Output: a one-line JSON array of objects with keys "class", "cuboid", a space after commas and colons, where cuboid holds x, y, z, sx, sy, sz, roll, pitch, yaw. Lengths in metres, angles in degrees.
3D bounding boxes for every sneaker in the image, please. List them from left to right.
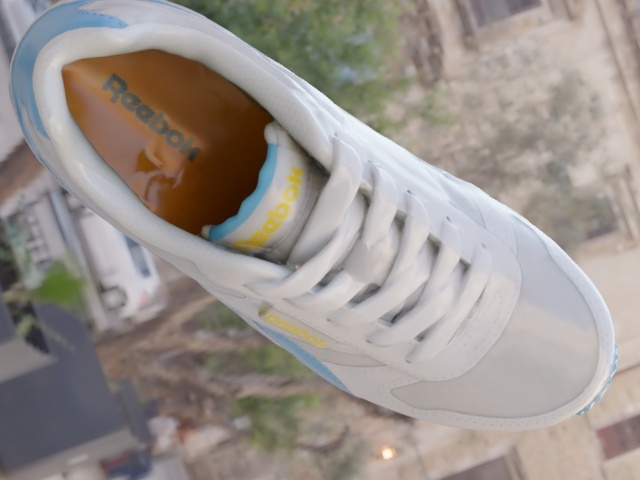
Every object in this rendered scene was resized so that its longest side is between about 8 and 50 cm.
[{"class": "sneaker", "cuboid": [0.000, 0.000, 0.503, 0.229, 0.087, 0.092, 29, 4, -11]}]
